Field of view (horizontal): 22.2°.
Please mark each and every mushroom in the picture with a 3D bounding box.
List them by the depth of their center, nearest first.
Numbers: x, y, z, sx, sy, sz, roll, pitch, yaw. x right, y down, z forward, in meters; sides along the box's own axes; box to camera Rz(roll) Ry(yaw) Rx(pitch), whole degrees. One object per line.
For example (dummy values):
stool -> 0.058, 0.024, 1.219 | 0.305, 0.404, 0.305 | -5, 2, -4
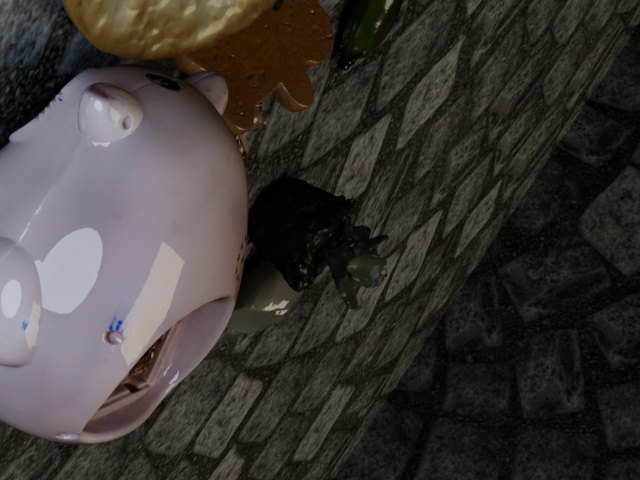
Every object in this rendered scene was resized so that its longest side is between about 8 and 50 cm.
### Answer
mushroom -> -0.060, 0.049, 2.485 | 0.225, 0.093, 0.116 | -59, -179, -26

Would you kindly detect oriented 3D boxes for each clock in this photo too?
clock -> -0.215, 0.012, 1.659 | 0.376, 0.250, 0.368 | -62, 163, 19

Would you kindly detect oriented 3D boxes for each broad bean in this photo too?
broad bean -> 0.090, -0.355, 2.186 | 0.077, 0.061, 0.339 | -23, 144, -44

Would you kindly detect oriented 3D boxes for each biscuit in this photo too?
biscuit -> -0.128, -0.270, 1.611 | 0.309, 0.040, 0.204 | -21, 143, -30
biscuit -> -0.071, -0.213, 1.857 | 0.036, 0.165, 0.250 | -25, -172, 43

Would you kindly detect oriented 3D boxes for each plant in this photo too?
plant -> 0.000, 0.000, 2.352 | 0.131, 0.203, 0.142 | -25, 150, -49

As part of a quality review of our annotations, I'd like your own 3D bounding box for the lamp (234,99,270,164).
lamp -> -0.129, -0.126, 1.903 | 0.253, 0.118, 0.118 | -56, 164, 2
